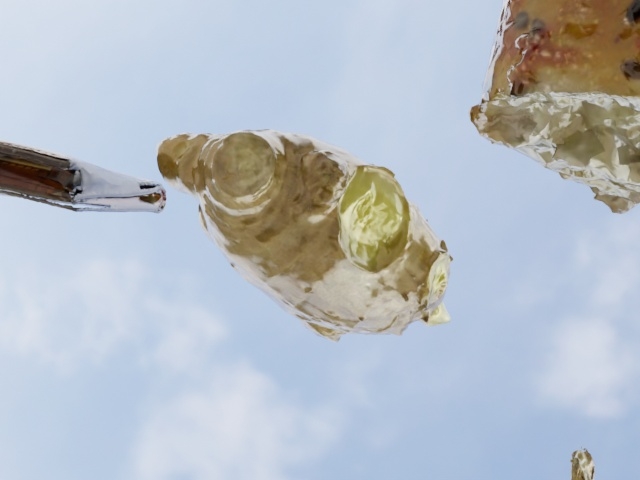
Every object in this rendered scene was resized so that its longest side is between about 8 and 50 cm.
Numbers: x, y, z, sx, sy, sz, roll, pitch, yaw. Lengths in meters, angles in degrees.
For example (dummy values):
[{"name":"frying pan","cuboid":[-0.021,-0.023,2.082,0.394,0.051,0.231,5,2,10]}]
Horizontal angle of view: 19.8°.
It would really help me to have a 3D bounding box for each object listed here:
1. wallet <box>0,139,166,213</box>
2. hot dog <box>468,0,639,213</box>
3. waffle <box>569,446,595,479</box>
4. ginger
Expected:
[{"name":"wallet","cuboid":[-0.207,-0.044,1.244,0.161,0.195,0.042,14,-91,11]},{"name":"hot dog","cuboid":[0.268,-0.218,1.001,0.367,0.196,0.365,-1,-109,39]},{"name":"waffle","cuboid":[0.220,0.245,1.410,0.097,0.023,0.153,29,-60,51]},{"name":"ginger","cuboid":[0.000,0.000,1.137,0.157,0.216,0.102,-14,-135,56]}]
